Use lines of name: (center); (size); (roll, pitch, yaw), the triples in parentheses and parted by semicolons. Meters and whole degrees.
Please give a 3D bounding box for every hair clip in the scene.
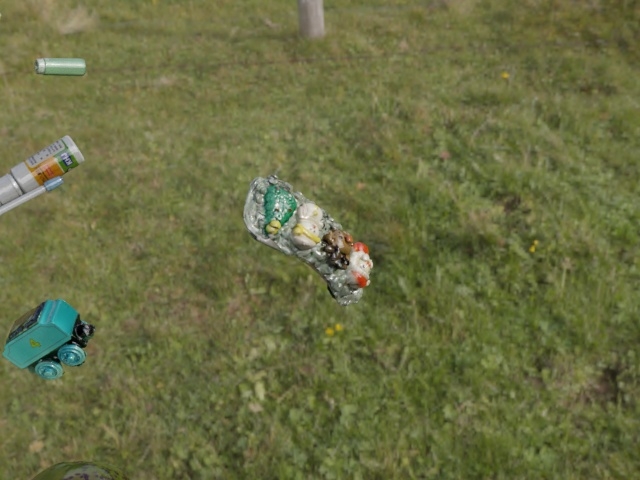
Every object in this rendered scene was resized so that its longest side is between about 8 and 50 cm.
hair clip: (0.001, -0.001, 1.466); (0.091, 0.321, 0.138); (-10, 57, 37)

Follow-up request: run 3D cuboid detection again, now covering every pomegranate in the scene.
pomegranate: (-0.395, 0.487, 1.352); (0.214, 0.214, 0.248); (-6, 74, -4)

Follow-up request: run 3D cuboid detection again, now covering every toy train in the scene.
toy train: (-0.608, 0.222, 1.857); (0.198, 0.154, 0.107); (-31, 32, 21)

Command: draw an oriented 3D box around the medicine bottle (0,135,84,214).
medicine bottle: (-0.549, -0.110, 1.558); (0.220, 0.061, 0.092); (-34, 49, -12)

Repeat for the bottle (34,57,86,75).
bottle: (-0.450, -0.300, 1.429); (0.083, 0.030, 0.030); (-7, 30, -35)
